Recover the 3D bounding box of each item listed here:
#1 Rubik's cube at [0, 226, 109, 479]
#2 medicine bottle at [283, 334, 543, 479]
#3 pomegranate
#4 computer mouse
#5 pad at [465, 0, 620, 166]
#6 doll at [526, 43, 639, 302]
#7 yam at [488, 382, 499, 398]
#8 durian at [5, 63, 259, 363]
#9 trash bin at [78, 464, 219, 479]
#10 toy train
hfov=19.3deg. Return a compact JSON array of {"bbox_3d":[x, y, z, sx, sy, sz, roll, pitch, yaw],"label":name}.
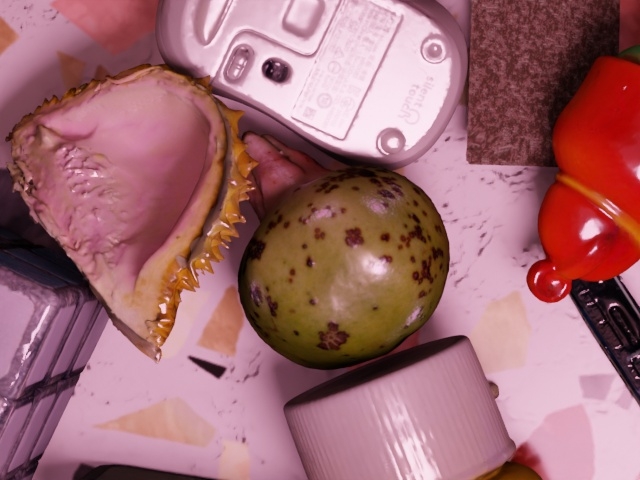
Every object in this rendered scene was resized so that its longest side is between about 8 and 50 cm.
[{"bbox_3d":[-0.396,0.116,1.728,0.305,0.301,0.303,24,92,2],"label":"Rubik's cube"},{"bbox_3d":[0.118,0.297,1.727,0.224,0.224,0.384,-21,91,5],"label":"medicine bottle"},{"bbox_3d":[0.000,0.000,1.749,0.214,0.214,0.248,-39,78,4],"label":"pomegranate"},{"bbox_3d":[-0.012,-0.184,1.787,0.297,0.121,0.184,19,97,-11],"label":"computer mouse"},{"bbox_3d":[0.214,-0.187,1.793,0.158,0.003,0.235,1,92,-19],"label":"pad"},{"bbox_3d":[0.310,-0.090,1.733,0.183,0.160,0.363,37,91,-22],"label":"doll"},{"bbox_3d":[0.116,0.148,1.828,0.116,0.021,0.021,-3,91,4],"label":"yam"},{"bbox_3d":[-0.143,-0.059,1.719,0.195,0.186,0.305,-56,43,25],"label":"durian"},{"bbox_3d":[-0.137,0.404,1.790,0.223,0.158,0.343,8,96,6],"label":"trash bin"},{"bbox_3d":[0.281,0.075,1.799,0.052,0.051,0.234,-32,78,-4],"label":"toy train"}]
